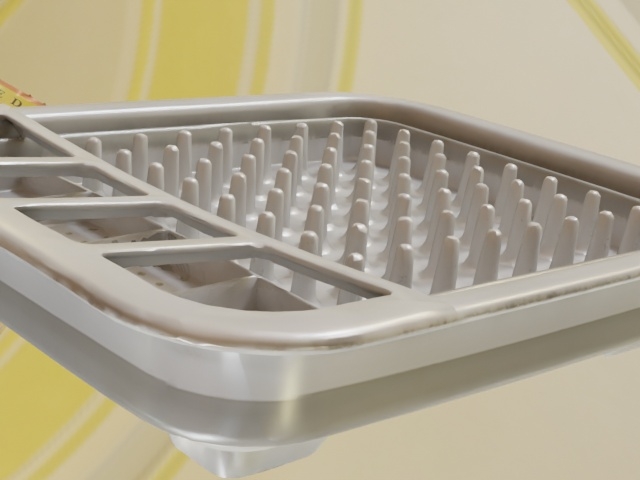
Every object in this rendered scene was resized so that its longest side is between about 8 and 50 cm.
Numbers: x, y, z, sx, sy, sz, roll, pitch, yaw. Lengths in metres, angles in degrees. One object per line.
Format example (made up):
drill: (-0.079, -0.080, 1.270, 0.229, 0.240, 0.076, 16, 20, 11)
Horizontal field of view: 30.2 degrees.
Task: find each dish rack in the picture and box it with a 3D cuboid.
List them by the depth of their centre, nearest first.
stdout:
dish rack: (0.000, 0.000, 0.505, 0.286, 0.333, 0.072, 23, -66, 44)

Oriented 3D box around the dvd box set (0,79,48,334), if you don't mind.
dvd box set: (-0.335, 0.018, 0.640, 0.062, 0.308, 0.420, -54, -170, 46)
